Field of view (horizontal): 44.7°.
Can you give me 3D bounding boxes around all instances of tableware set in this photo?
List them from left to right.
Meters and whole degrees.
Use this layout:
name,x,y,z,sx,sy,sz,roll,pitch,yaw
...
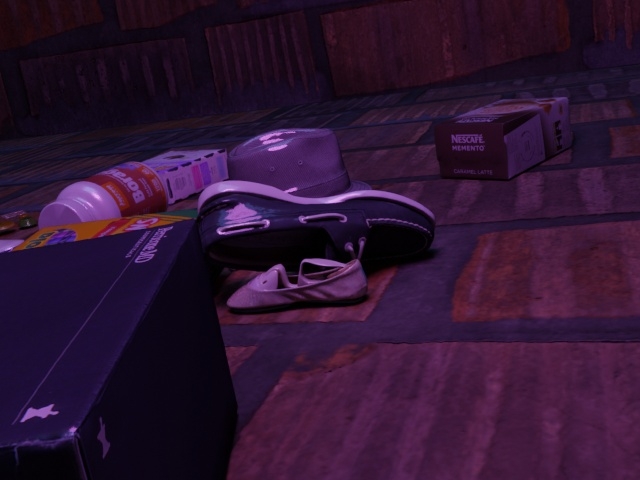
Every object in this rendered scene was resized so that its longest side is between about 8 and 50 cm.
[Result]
name,x,y,z,sx,sy,sz,roll,pitch,yaw
tableware set,-0.639,-0.023,1.523,0.154,0.024,0.104,-18,22,-31

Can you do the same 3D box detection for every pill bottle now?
name,x,y,z,sx,sy,sz,roll,pitch,yaw
pill bottle,-0.352,-0.048,1.273,0.121,0.121,0.216,-2,18,22

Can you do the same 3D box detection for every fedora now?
name,x,y,z,sx,sy,sz,roll,pitch,yaw
fedora,-0.053,-0.129,1.374,0.276,0.124,0.243,-10,17,-2

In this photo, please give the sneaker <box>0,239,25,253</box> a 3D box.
name,x,y,z,sx,sy,sz,roll,pitch,yaw
sneaker,-0.592,0.011,1.253,0.258,0.091,0.094,-5,17,13

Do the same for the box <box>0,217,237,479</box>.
name,x,y,z,sx,sy,sz,roll,pitch,yaw
box,-0.234,0.135,0.493,0.313,0.178,0.343,-10,17,3

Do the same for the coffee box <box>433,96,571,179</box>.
name,x,y,z,sx,sy,sz,roll,pitch,yaw
coffee box,0.334,-0.188,1.407,0.141,0.098,0.247,5,22,41

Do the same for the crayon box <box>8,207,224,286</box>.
name,x,y,z,sx,sy,sz,roll,pitch,yaw
crayon box,-0.294,0.043,0.976,0.319,0.081,0.202,-7,22,13

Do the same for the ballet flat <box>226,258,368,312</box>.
name,x,y,z,sx,sy,sz,roll,pitch,yaw
ballet flat,-0.029,0.047,0.897,0.168,0.052,0.057,-6,17,11

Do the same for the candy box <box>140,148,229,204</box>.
name,x,y,z,sx,sy,sz,roll,pitch,yaw
candy box,-0.312,-0.135,1.631,0.165,0.070,0.196,2,20,33

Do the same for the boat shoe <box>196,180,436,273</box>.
name,x,y,z,sx,sy,sz,roll,pitch,yaw
boat shoe,0.000,0.000,0.948,0.303,0.114,0.091,2,47,-9
